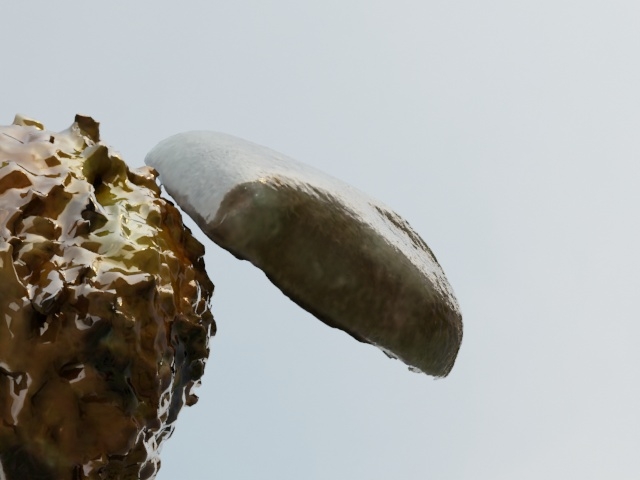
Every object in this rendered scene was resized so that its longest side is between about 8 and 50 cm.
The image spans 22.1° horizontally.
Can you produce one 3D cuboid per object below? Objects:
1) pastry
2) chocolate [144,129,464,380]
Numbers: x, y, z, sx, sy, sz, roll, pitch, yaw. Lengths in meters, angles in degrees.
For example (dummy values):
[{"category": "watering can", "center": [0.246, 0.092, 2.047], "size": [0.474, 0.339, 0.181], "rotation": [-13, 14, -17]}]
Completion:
[{"category": "pastry", "center": [-0.239, 0.107, 1.153], "size": [0.292, 0.337, 0.405], "rotation": [41, -94, -16]}, {"category": "chocolate", "center": [0.000, 0.000, 1.325], "size": [0.303, 0.185, 0.100], "rotation": [31, -79, -34]}]
